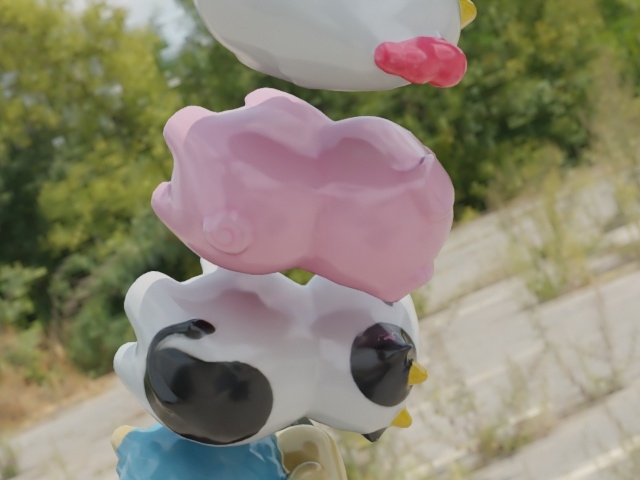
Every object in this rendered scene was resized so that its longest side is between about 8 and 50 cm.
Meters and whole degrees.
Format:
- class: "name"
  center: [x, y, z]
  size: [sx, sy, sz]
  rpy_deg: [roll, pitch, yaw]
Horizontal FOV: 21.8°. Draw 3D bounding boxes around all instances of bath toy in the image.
- class: "bath toy"
  center: [0.000, 0.000, 0.774]
  size: [0.151, 0.129, 0.348]
  rpy_deg: [-21, -45, -38]

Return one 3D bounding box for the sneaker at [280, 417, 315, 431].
- class: "sneaker"
  center: [-0.034, 0.214, 1.051]
  size: [0.094, 0.208, 0.081]
  rpy_deg: [-21, -24, 28]
